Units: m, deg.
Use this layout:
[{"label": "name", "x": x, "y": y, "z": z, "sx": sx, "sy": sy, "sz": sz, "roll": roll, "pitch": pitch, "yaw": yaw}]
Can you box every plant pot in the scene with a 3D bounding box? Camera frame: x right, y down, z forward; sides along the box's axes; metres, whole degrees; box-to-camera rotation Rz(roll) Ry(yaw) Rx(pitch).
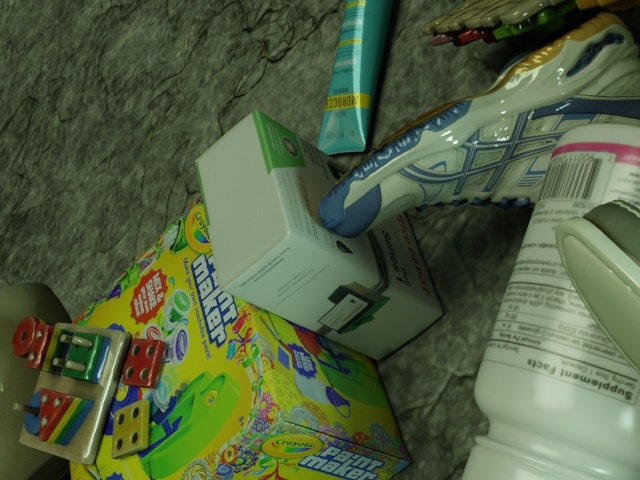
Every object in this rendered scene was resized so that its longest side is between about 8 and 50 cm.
[{"label": "plant pot", "x": -0.392, "y": 0.218, "z": 1.254, "sx": 0.191, "sy": 0.284, "sz": 0.284, "roll": 46, "pitch": 109, "yaw": 13}]

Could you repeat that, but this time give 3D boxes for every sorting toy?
[{"label": "sorting toy", "x": -0.255, "y": 0.146, "z": 1.002, "sx": 0.275, "sy": 0.046, "sz": 0.132, "roll": 1, "pitch": 72, "yaw": 47}]

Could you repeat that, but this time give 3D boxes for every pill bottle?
[{"label": "pill bottle", "x": 0.206, "y": 0.074, "z": 0.725, "sx": 0.160, "sy": 0.160, "sz": 0.283, "roll": 12, "pitch": 80, "yaw": 50}]

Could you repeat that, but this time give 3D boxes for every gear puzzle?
[{"label": "gear puzzle", "x": 0.212, "y": -0.208, "z": 0.846, "sx": 0.176, "sy": 0.044, "sz": 0.339, "roll": -31, "pitch": 14, "yaw": -6}]

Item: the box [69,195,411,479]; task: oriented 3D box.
[{"label": "box", "x": -0.102, "y": 0.154, "z": 1.008, "sx": 0.279, "sy": 0.177, "sz": 0.290, "roll": -42, "pitch": 44, "yaw": 23}]

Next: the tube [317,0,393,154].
[{"label": "tube", "x": 0.041, "y": -0.196, "z": 1.144, "sx": 0.080, "sy": 0.052, "sz": 0.207, "roll": -2, "pitch": 74, "yaw": 54}]

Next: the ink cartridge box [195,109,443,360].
[{"label": "ink cartridge box", "x": 0.000, "y": 0.000, "z": 0.946, "sx": 0.093, "sy": 0.219, "sz": 0.160, "roll": -38, "pitch": 47, "yaw": 25}]

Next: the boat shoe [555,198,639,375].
[{"label": "boat shoe", "x": 0.264, "y": 0.081, "z": 0.573, "sx": 0.091, "sy": 0.109, "sz": 0.305, "roll": -39, "pitch": 68, "yaw": -7}]

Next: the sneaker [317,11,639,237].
[{"label": "sneaker", "x": 0.144, "y": -0.063, "z": 0.833, "sx": 0.297, "sy": 0.131, "sz": 0.112, "roll": -30, "pitch": 9, "yaw": 7}]
